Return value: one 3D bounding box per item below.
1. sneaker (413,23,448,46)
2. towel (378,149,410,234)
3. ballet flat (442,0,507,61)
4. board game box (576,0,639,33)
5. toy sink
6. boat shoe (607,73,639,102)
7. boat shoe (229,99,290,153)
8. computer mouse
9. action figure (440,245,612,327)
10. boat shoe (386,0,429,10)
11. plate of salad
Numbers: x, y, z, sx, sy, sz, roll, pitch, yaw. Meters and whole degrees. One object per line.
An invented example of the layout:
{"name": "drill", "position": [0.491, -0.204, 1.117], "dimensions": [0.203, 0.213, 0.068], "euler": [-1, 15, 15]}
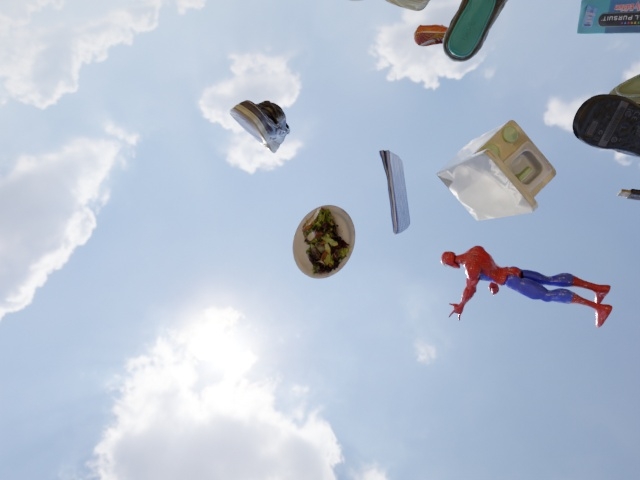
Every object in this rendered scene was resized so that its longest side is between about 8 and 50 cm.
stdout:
{"name": "sneaker", "position": [0.349, -0.573, 1.282], "dimensions": [0.175, 0.064, 0.067], "euler": [14, -120, 7]}
{"name": "towel", "position": [0.231, -0.148, 1.419], "dimensions": [0.040, 0.242, 0.336], "euler": [-8, -177, 17]}
{"name": "ballet flat", "position": [0.241, -0.361, 0.655], "dimensions": [0.072, 0.213, 0.068], "euler": [29, -149, 0]}
{"name": "board game box", "position": [0.809, -0.518, 1.034], "dimensions": [0.337, 0.079, 0.254], "euler": [-15, -153, -19]}
{"name": "toy sink", "position": [0.381, -0.147, 0.974], "dimensions": [0.131, 0.152, 0.234], "euler": [-43, -176, -7]}
{"name": "boat shoe", "position": [0.768, -0.353, 0.962], "dimensions": [0.303, 0.094, 0.109], "euler": [-12, -127, 32]}
{"name": "boat shoe", "position": [-0.126, -0.273, 1.050], "dimensions": [0.103, 0.285, 0.092], "euler": [40, -87, 5]}
{"name": "computer mouse", "position": [0.584, -0.174, 0.876], "dimensions": [0.262, 0.183, 0.060], "euler": [9, -153, -1]}
{"name": "action figure", "position": [0.349, 0.099, 0.842], "dimensions": [0.281, 0.138, 0.091], "euler": [21, -140, 15]}
{"name": "boat shoe", "position": [0.122, -0.609, 1.019], "dimensions": [0.342, 0.110, 0.121], "euler": [-5, -108, -27]}
{"name": "plate of salad", "position": [0.000, 0.000, 1.198], "dimensions": [0.200, 0.048, 0.199], "euler": [-11, -110, 32]}
